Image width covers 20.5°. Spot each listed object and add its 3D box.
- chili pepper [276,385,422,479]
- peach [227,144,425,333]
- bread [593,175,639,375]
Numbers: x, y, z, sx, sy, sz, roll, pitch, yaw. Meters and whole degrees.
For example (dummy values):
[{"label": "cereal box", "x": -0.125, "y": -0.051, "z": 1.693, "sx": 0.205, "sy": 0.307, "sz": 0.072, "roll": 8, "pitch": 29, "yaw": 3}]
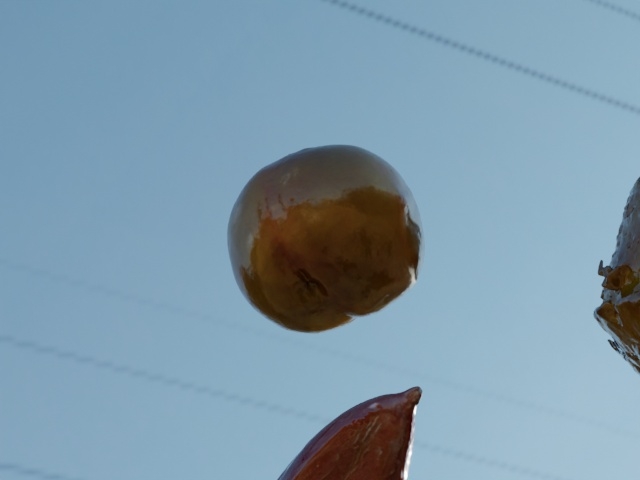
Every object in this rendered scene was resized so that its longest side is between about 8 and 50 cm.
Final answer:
[{"label": "chili pepper", "x": -0.010, "y": 0.146, "z": 0.847, "sx": 0.191, "sy": 0.059, "sz": 0.050, "roll": -53, "pitch": -35, "yaw": 0}, {"label": "peach", "x": 0.000, "y": 0.000, "z": 1.210, "sx": 0.138, "sy": 0.138, "sz": 0.138, "roll": -4, "pitch": -52, "yaw": -6}, {"label": "bread", "x": 0.419, "y": 0.041, "z": 1.479, "sx": 0.358, "sy": 0.204, "sz": 0.337, "roll": 2, "pitch": -10, "yaw": 24}]
